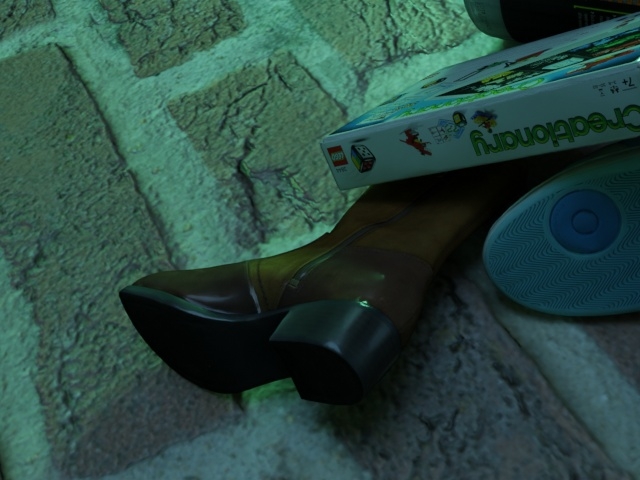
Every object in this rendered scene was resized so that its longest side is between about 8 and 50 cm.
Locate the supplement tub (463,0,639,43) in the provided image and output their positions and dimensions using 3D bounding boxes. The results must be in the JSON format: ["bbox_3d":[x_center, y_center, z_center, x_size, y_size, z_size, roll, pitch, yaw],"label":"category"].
[{"bbox_3d":[0.307,-0.263,0.894,0.316,0.193,0.193,19,54,30],"label":"supplement tub"}]

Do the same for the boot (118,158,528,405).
[{"bbox_3d":[0.000,0.000,0.797,0.264,0.096,0.280,-2,35,41],"label":"boot"}]

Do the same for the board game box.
[{"bbox_3d":[0.168,-0.119,0.771,0.305,0.053,0.193,-7,22,48],"label":"board game box"}]

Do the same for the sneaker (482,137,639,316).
[{"bbox_3d":[0.283,-0.059,0.768,0.319,0.127,0.208,-24,16,19],"label":"sneaker"}]
